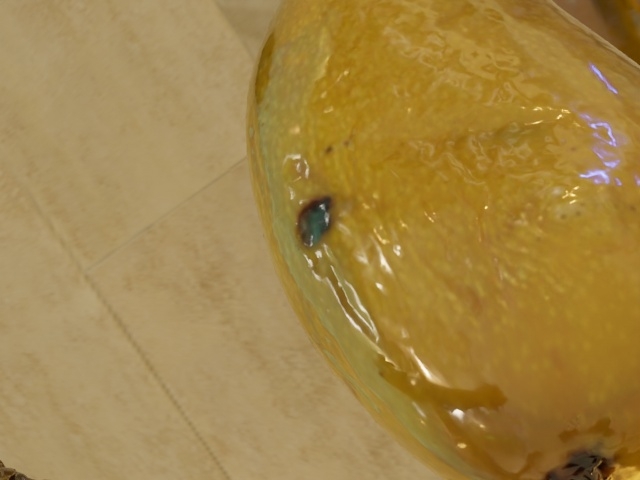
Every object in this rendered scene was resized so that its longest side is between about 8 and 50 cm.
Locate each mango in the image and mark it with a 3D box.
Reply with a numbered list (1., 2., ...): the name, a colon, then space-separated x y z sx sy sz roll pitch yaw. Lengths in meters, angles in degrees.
1. mango: 0.057 -0.020 0.516 0.157 0.109 0.262 -19 49 2

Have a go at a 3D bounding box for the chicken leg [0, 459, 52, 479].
1. chicken leg: -0.097 0.104 0.376 0.101 0.207 0.085 -38 100 -4

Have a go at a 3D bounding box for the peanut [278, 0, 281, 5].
1. peanut: 0.040 -0.112 1.289 0.149 0.149 0.313 -28 135 -21
